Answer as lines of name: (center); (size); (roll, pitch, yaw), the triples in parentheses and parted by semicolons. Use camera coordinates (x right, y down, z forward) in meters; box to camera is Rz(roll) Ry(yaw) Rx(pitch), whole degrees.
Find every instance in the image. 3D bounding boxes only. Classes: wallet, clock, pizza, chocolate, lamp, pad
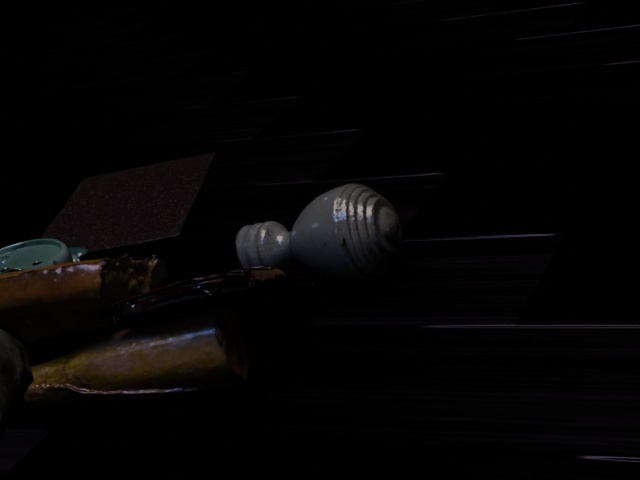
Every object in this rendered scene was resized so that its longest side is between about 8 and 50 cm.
wallet: (-0.099, 0.049, 1.184); (0.122, 0.031, 0.232); (-15, -6, 22)
clock: (-0.361, 0.049, 1.441); (0.148, 0.060, 0.188); (-11, 21, 9)
pizza: (-0.278, 0.070, 1.231); (0.323, 0.089, 0.223); (-11, -6, 39)
chocolate: (-0.181, 0.120, 1.145); (0.219, 0.086, 0.085); (-14, 21, 11)
lamp: (0.000, 0.000, 1.298); (0.193, 0.106, 0.106); (-12, 19, 34)
pad: (-0.276, -0.051, 1.704); (0.220, 0.004, 0.330); (-10, 22, 9)

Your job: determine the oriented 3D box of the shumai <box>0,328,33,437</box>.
shumai: (-0.353, 0.034, 0.768); (0.304, 0.263, 0.309); (-26, 27, -34)
